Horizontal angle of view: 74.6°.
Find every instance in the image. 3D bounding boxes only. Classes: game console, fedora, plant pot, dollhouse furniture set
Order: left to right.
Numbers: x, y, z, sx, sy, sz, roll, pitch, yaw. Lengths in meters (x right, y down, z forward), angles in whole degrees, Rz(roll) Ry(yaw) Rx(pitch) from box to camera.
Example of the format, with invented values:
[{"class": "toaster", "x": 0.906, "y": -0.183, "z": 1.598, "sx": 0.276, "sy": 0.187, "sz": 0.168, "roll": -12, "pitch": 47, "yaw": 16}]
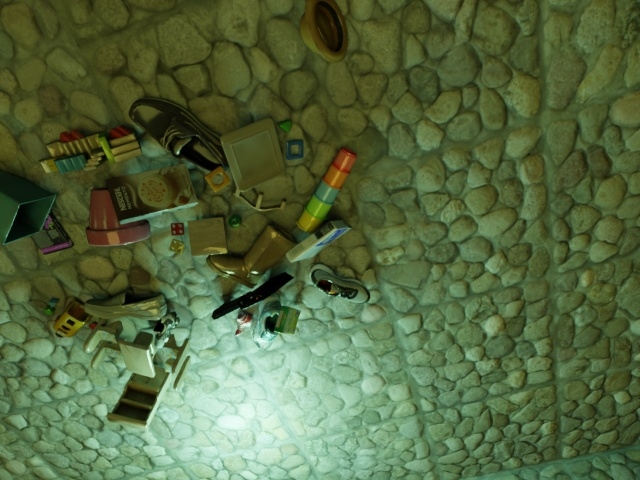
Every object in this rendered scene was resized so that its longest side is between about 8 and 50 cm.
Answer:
[{"class": "plant pot", "x": -1.074, "y": -0.134, "z": 1.410, "sx": 0.234, "sy": 0.165, "sz": 0.165, "roll": 33, "pitch": 107, "yaw": -4}, {"class": "plant pot", "x": -0.702, "y": -0.092, "z": 1.443, "sx": 0.202, "sy": 0.201, "sz": 0.180, "roll": -3, "pitch": 104, "yaw": 0}, {"class": "dollhouse furniture set", "x": -0.746, "y": 0.557, "z": 1.705, "sx": 0.363, "sy": 0.256, "sz": 0.393, "roll": 14, "pitch": 134, "yaw": 1}, {"class": "game console", "x": -0.281, "y": 0.224, "z": 1.638, "sx": 0.362, "sy": 0.213, "sz": 0.043, "roll": -26, "pitch": 94, "yaw": 33}, {"class": "fedora", "x": 0.000, "y": -0.599, "z": 1.198, "sx": 0.079, "sy": 0.194, "sz": 0.194, "roll": -1, "pitch": 128, "yaw": 42}]

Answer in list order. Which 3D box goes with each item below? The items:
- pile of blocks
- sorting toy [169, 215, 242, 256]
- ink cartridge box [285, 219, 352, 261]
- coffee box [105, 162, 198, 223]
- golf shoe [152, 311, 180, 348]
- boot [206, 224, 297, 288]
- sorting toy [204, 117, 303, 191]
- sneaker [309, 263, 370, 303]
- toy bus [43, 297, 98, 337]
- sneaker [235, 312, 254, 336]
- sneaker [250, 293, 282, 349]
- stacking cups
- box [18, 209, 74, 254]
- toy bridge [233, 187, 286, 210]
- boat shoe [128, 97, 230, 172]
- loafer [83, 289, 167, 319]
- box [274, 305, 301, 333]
[{"class": "pile of blocks", "x": -0.752, "y": -0.296, "z": 1.336, "sx": 0.363, "sy": 0.148, "sz": 0.112, "roll": -11, "pitch": 120, "yaw": 5}, {"class": "sorting toy", "x": -0.418, "y": -0.014, "z": 1.543, "sx": 0.275, "sy": 0.046, "sz": 0.132, "roll": -6, "pitch": 94, "yaw": 3}, {"class": "ink cartridge box", "x": 0.000, "y": 0.000, "z": 1.522, "sx": 0.206, "sy": 0.208, "sz": 0.045, "roll": -36, "pitch": 80, "yaw": 17}, {"class": "coffee box", "x": -0.546, "y": -0.152, "z": 1.369, "sx": 0.247, "sy": 0.098, "sz": 0.141, "roll": -19, "pitch": 95, "yaw": -25}, {"class": "golf shoe", "x": -0.668, "y": 0.378, "z": 1.752, "sx": 0.077, "sy": 0.094, "sz": 0.198, "roll": 41, "pitch": 112, "yaw": 26}, {"class": "boot", "x": -0.260, "y": 0.037, "z": 1.581, "sx": 0.236, "sy": 0.089, "sz": 0.269, "roll": 30, "pitch": 116, "yaw": -29}, {"class": "sorting toy", "x": -0.218, "y": -0.278, "z": 1.361, "sx": 0.348, "sy": 0.047, "sz": 0.195, "roll": -27, "pitch": 126, "yaw": -18}, {"class": "sneaker", "x": 0.076, "y": 0.193, "z": 1.663, "sx": 0.272, "sy": 0.108, "sz": 0.100, "roll": 25, "pitch": 115, "yaw": -16}, {"class": "toy bus", "x": -1.035, "y": 0.344, "z": 1.725, "sx": 0.191, "sy": 0.104, "sz": 0.202, "roll": -2, "pitch": 120, "yaw": 0}, {"class": "sneaker", "x": -0.342, "y": 0.352, "z": 1.781, "sx": 0.067, "sy": 0.042, "sz": 0.118, "roll": 36, "pitch": 106, "yaw": -24}, {"class": "sneaker", "x": -0.219, "y": 0.360, "z": 1.729, "sx": 0.110, "sy": 0.122, "sz": 0.282, "roll": -1, "pitch": 123, "yaw": -22}, {"class": "stacking cups", "x": 0.031, "y": -0.170, "z": 1.465, "sx": 0.096, "sy": 0.096, "sz": 0.316, "roll": 27, "pitch": 114, "yaw": -16}, {"class": "box", "x": -1.010, "y": -0.031, "z": 1.553, "sx": 0.116, "sy": 0.029, "sz": 0.162, "roll": -14, "pitch": 121, "yaw": 6}, {"class": "toy bridge", "x": -0.220, "y": -0.142, "z": 1.508, "sx": 0.188, "sy": 0.026, "sz": 0.063, "roll": 15, "pitch": 120, "yaw": -10}, {"class": "boat shoe", "x": -0.435, "y": -0.331, "z": 1.333, "sx": 0.356, "sy": 0.130, "sz": 0.132, "roll": 26, "pitch": 116, "yaw": -15}, {"class": "loafer", "x": -0.779, "y": 0.249, "z": 1.683, "sx": 0.320, "sy": 0.112, "sz": 0.111, "roll": 2, "pitch": 108, "yaw": -5}, {"class": "box", "x": -0.127, "y": 0.322, "z": 1.694, "sx": 0.043, "sy": 0.179, "sz": 0.105, "roll": 14, "pitch": 80, "yaw": 18}]
